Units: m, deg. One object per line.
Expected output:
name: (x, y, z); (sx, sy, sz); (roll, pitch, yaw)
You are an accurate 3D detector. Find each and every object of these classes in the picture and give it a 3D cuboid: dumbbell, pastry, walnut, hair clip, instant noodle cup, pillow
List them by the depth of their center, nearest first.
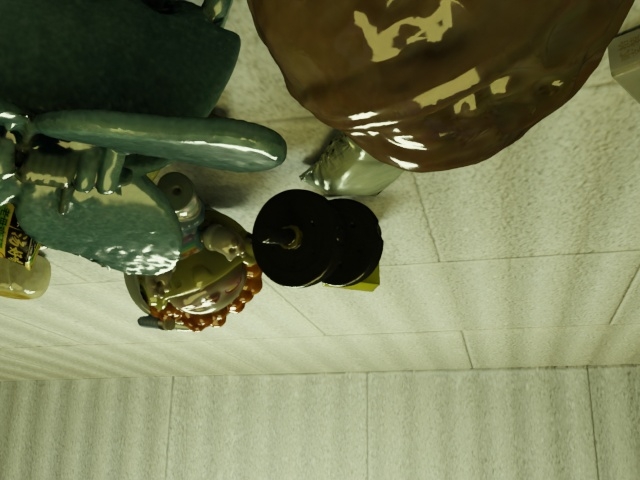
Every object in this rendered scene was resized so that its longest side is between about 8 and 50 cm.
walnut: (0.081, -0.178, 0.536); (0.273, 0.227, 0.273); (-20, 154, -10)
hair clip: (-0.228, -0.143, 0.650); (0.318, 0.239, 0.392); (9, 161, -21)
pillow: (0.060, -0.110, 1.032); (0.128, 0.051, 0.229); (9, 161, -16)
instant noodle cup: (-0.470, -0.043, 1.125); (0.122, 0.152, 0.151); (19, 157, -15)
dumbbell: (0.000, 0.000, 1.142); (0.143, 0.143, 0.325); (-9, 173, 26)
pastry: (-0.623, 0.067, 1.513); (0.156, 0.092, 0.156); (8, 162, 3)

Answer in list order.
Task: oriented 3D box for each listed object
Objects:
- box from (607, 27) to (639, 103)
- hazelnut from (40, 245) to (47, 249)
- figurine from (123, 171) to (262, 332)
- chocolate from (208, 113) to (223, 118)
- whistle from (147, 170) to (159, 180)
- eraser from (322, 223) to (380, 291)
box: (0.501, -0.203, 0.742); (0.365, 0.051, 0.204); (-16, 155, 40)
hazelnut: (-0.485, -0.022, 1.275); (0.086, 0.087, 0.086); (1, 161, 0)
figurine: (-0.191, -0.007, 1.139); (0.224, 0.205, 0.382); (-25, 159, -22)
chocolate: (-0.143, -0.139, 0.983); (0.064, 0.031, 0.101); (18, 157, 4)
whistle: (-0.282, -0.122, 0.941); (0.222, 0.123, 0.123); (11, 164, 15)
eraser: (0.052, 0.023, 1.307); (0.097, 0.123, 0.045); (5, 158, -15)
